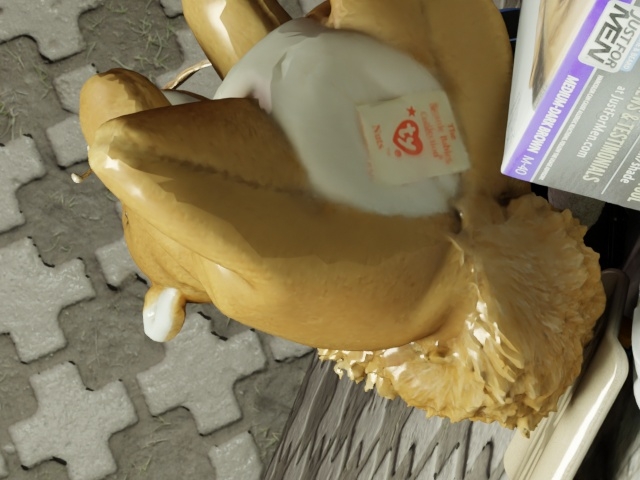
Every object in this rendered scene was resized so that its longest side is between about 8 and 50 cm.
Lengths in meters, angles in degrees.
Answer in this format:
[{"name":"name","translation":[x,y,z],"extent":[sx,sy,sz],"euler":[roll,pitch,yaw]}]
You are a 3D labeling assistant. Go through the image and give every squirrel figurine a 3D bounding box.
[{"name":"squirrel figurine","translation":[0.000,0.000,1.228],"extent":[0.281,0.397,0.370],"euler":[-56,13,-25]}]

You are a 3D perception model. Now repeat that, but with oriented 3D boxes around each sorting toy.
[{"name":"sorting toy","translation":[0.178,0.130,1.241],"extent":[0.208,0.038,0.193],"euler":[-60,-5,-73]}]

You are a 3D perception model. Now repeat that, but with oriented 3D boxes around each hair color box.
[{"name":"hair color box","translation":[0.200,-0.211,1.077],"extent":[0.185,0.110,0.338],"euler":[112,169,-55]}]

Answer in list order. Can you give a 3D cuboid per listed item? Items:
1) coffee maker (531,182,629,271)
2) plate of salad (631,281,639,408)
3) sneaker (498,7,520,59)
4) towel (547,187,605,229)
[{"name":"coffee maker","translation":[0.187,-0.026,1.449],"extent":[0.178,0.120,0.171],"euler":[-82,15,-72]},{"name":"plate of salad","translation":[0.244,0.018,1.084],"extent":[0.200,0.048,0.199],"euler":[-162,90,-86]},{"name":"sneaker","translation":[0.198,-0.155,1.428],"extent":[0.090,0.232,0.081],"euler":[-128,24,-74]},{"name":"towel","translation":[0.200,-0.168,1.285],"extent":[0.187,0.049,0.282],"euler":[91,-177,-63]}]
